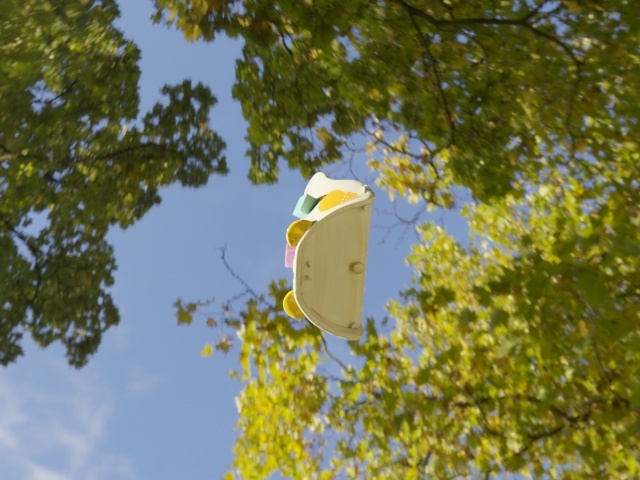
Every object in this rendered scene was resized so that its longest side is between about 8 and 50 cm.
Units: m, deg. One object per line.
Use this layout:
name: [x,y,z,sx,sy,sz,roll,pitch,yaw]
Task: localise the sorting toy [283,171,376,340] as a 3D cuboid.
sorting toy: [0.000,0.000,0.515,0.045,0.075,0.083,0,-64,-7]
